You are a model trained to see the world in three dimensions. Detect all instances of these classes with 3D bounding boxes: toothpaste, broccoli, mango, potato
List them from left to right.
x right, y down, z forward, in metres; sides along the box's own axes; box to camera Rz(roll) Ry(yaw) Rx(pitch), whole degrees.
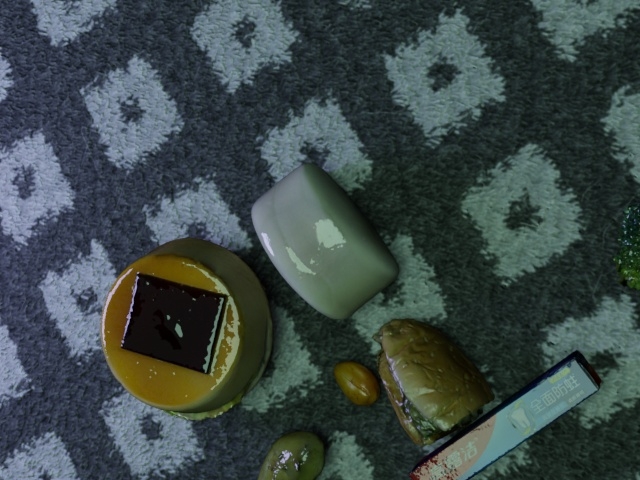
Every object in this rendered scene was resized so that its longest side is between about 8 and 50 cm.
[{"bbox_3d":[-0.055,0.392,1.778,0.105,0.085,0.188,36,103,55],"label":"potato"},{"bbox_3d":[0.057,0.229,1.758,0.089,0.046,0.060,35,102,20],"label":"mango"},{"bbox_3d":[0.281,0.287,1.665,0.320,0.076,0.066,-40,81,16],"label":"toothpaste"},{"bbox_3d":[0.513,0.029,1.552,0.219,0.194,0.194,-10,86,-19],"label":"broccoli"}]

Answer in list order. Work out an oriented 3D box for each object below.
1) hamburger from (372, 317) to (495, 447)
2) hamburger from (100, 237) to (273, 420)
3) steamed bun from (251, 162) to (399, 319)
[{"bbox_3d":[0.163,0.201,1.674,0.135,0.155,0.208,-31,73,12],"label":"hamburger"},{"bbox_3d":[-0.217,0.145,1.783,0.300,0.176,0.300,0,89,20],"label":"hamburger"},{"bbox_3d":[0.000,0.000,1.715,0.146,0.164,0.242,-40,79,16],"label":"steamed bun"}]
